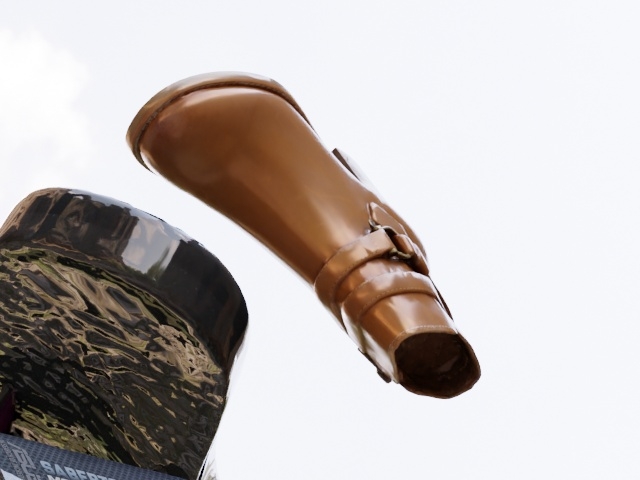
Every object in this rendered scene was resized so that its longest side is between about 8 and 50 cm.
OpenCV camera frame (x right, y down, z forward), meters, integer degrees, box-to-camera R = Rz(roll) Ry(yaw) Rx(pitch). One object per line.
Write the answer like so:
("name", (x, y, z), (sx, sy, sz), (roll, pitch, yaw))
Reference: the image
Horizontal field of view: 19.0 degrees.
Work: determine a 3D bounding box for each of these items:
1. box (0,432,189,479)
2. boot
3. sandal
("box", (-0.111, 0.207, 0.810), (0.183, 0.059, 0.233), (20, -74, -34))
("boot", (0.000, 0.000, 0.956), (0.073, 0.152, 0.197), (-46, -38, 19))
("sandal", (-0.129, 0.141, 0.994), (0.167, 0.107, 0.446), (20, -34, 11))
